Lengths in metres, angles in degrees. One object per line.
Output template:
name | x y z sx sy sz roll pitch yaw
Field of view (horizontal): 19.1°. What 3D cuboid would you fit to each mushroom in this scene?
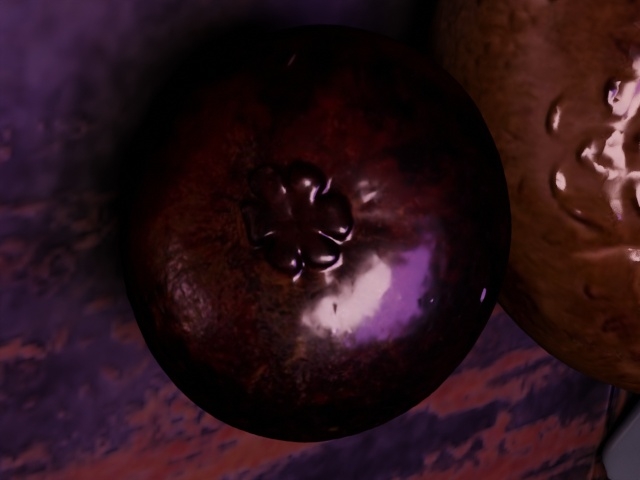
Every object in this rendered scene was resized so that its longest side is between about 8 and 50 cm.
mushroom | 0.154 -0.058 0.687 0.253 0.153 0.253 -15 113 -39

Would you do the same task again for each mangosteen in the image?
mangosteen | 0.000 0.000 0.606 0.140 0.140 0.140 -22 128 -32

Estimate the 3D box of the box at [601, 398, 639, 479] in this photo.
box | 0.240 0.121 0.822 0.162 0.227 0.130 21 113 -48
